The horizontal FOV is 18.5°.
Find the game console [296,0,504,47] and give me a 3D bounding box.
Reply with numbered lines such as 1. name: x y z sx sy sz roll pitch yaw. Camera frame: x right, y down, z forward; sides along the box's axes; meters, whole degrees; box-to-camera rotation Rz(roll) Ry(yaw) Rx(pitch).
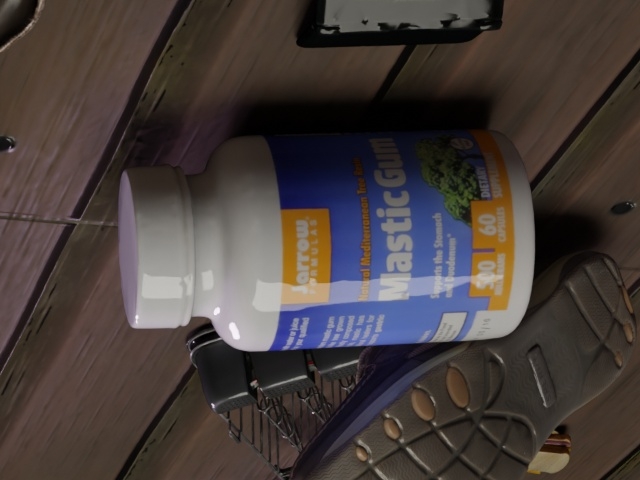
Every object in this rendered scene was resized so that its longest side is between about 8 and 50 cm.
1. game console: 0.051 -0.163 1.261 0.122 0.071 0.107 -4 118 -12

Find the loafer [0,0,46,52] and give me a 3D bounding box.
1. loafer: -0.295 -0.100 1.047 0.366 0.130 0.134 -21 131 -29

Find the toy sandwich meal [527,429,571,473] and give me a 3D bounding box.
1. toy sandwich meal: 0.197 0.203 1.874 0.086 0.029 0.085 -7 148 -5

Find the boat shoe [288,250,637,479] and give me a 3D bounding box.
1. boat shoe: 0.097 0.122 1.491 0.355 0.132 0.130 -30 -159 -38

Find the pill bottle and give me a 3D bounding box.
1. pill bottle: 0.000 0.000 1.372 0.272 0.152 0.152 -3 148 -13

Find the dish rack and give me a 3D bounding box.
1. dish rack: 0.026 0.136 1.683 0.208 0.074 0.271 -16 150 12
